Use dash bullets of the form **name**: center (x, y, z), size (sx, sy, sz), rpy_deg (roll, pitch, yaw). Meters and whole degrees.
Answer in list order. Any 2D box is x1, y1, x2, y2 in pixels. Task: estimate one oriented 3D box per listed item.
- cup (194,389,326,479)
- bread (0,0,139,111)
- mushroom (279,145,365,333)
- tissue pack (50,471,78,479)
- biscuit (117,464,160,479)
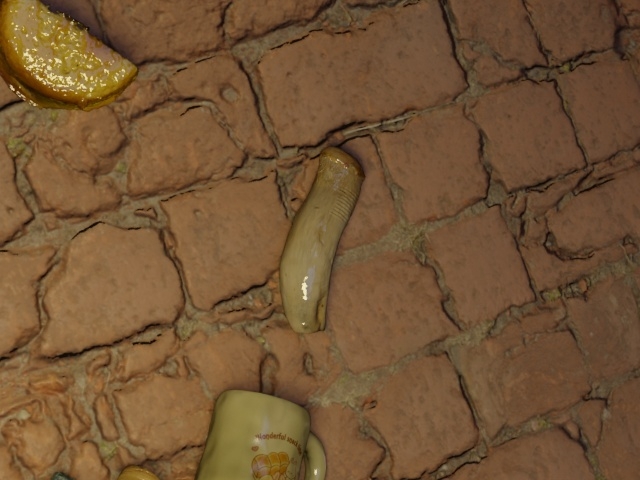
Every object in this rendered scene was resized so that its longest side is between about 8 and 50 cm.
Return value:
- **cup**: center (-0.105, 0.388, 1.849), size (0.173, 0.255, 0.202), rpy_deg (6, 69, 19)
- **bread**: center (-0.446, -0.297, 1.790), size (0.261, 0.160, 0.147), rpy_deg (35, 77, -21)
- **mushroom**: center (0.000, 0.000, 1.964), size (0.123, 0.095, 0.351), rpy_deg (24, 76, -36)
- **tissue pack**: center (-0.406, 0.524, 1.705), size (0.185, 0.081, 0.257), rpy_deg (28, 74, 4)
- **biscuit**: center (-0.248, 0.461, 1.771), size (0.234, 0.153, 0.030), rpy_deg (51, 38, -18)
